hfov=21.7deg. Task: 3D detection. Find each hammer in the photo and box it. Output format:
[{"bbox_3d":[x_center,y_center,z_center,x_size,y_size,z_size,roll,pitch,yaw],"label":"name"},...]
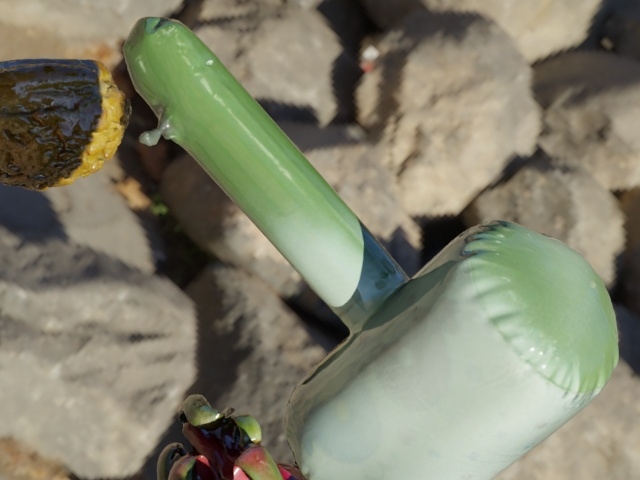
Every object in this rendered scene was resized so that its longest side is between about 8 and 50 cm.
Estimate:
[{"bbox_3d":[0.000,0.000,0.958,0.335,0.206,0.119,48,33,4],"label":"hammer"}]

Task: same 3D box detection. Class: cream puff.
[{"bbox_3d":[-0.252,-0.104,1.504,0.150,0.165,0.115,129,-44,-82],"label":"cream puff"}]

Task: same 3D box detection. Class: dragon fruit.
[{"bbox_3d":[-0.063,0.294,1.676,0.273,0.218,0.198,36,19,-3],"label":"dragon fruit"}]
